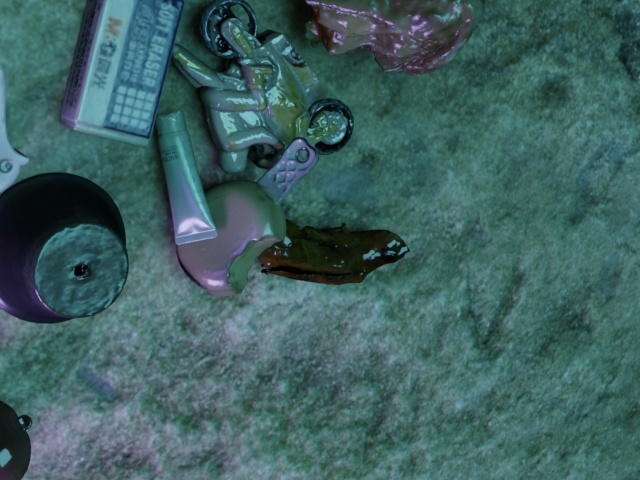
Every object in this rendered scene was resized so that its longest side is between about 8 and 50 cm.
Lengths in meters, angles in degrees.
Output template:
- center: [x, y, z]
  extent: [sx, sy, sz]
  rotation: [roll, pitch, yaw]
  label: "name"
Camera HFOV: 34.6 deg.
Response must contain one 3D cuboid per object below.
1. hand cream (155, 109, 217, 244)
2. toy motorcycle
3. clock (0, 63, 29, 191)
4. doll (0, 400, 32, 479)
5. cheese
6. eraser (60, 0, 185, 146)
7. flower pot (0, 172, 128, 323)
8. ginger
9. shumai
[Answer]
- center: [-0.215, -0.098, 1.600]
  extent: [0.050, 0.078, 0.205]
  rotation: [-20, 98, -67]
  label: "hand cream"
- center: [-0.104, -0.217, 1.640]
  extent: [0.223, 0.108, 0.341]
  rotation: [-47, 122, -4]
  label: "toy motorcycle"
- center: [-0.557, -0.161, 1.378]
  extent: [0.290, 0.080, 0.275]
  rotation: [-29, 116, -23]
  label: "clock"
- center: [-0.521, 0.310, 1.531]
  extent: [0.188, 0.096, 0.145]
  rotation: [-8, 83, -2]
  label: "doll"
- center: [-0.107, -0.044, 1.619]
  extent: [0.286, 0.163, 0.082]
  rotation: [-45, 161, 16]
  label: "cheese"
- center: [-0.286, -0.288, 1.515]
  extent: [0.124, 0.081, 0.279]
  rotation: [12, 97, -34]
  label: "eraser"
- center: [-0.372, 0.028, 1.507]
  extent: [0.235, 0.148, 0.235]
  rotation: [-9, 108, -29]
  label: "flower pot"
- center: [-0.008, 0.012, 1.762]
  extent: [0.309, 0.107, 0.133]
  rotation: [15, 99, -31]
  label: "ginger"
- center: [0.087, -0.402, 1.601]
  extent: [0.262, 0.314, 0.267]
  rotation: [5, 113, -29]
  label: "shumai"
